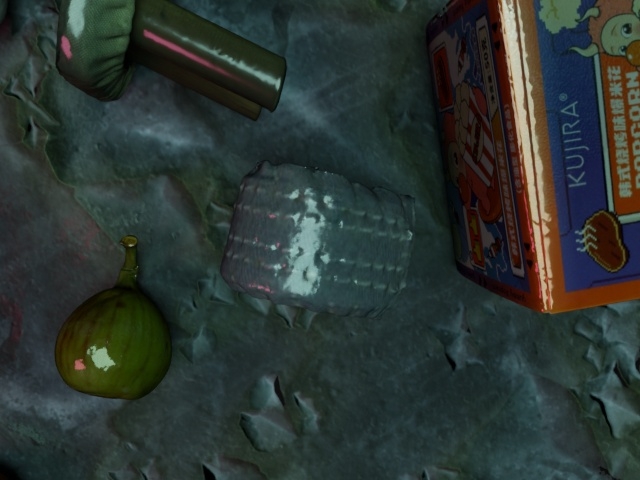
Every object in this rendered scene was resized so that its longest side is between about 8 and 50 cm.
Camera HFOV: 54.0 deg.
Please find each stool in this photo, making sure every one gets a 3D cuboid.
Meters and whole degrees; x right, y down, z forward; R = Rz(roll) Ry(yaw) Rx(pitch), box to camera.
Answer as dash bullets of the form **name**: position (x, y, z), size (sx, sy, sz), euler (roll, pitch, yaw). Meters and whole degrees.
- **stool**: position (-0.138, -0.290, 0.712), size (0.226, 0.310, 0.311), euler (14, 96, -11)

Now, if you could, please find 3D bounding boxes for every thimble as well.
- **thimble**: position (0.000, 0.000, 0.804), size (0.236, 0.205, 0.172), euler (15, 93, -10)

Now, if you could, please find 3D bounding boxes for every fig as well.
- **fig**: position (-0.276, 0.117, 0.836), size (0.142, 0.148, 0.187), euler (-14, 59, 10)

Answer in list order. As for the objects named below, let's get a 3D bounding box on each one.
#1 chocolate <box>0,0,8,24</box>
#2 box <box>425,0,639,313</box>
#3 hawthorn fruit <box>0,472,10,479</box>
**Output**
- **chocolate**: position (-0.454, -0.310, 0.746), size (0.221, 0.221, 0.147), euler (7, 110, -6)
- **box**: position (0.294, -0.125, 0.762), size (0.256, 0.318, 0.349), euler (-9, 98, -3)
- **hawthorn fruit**: position (-0.469, 0.373, 0.852), size (0.125, 0.140, 0.125), euler (-3, 68, 7)
